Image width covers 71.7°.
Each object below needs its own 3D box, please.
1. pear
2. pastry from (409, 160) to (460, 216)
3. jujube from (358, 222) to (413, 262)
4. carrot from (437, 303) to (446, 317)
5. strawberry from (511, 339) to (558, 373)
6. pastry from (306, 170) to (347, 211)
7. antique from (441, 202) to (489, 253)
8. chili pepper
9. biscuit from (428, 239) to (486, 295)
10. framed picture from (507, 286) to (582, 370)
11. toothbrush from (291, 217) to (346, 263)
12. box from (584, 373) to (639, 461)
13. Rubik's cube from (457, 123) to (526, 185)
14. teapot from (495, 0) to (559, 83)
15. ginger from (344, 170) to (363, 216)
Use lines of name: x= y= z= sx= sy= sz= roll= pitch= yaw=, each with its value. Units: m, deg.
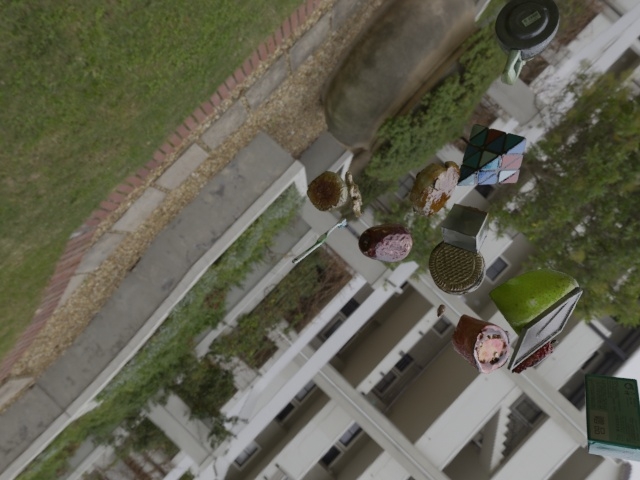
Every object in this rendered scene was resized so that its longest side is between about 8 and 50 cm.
pear: x=0.899 y=0.259 z=1.801 sx=0.318 sy=0.238 sz=0.342 roll=-40 pitch=137 yaw=14
pastry: x=0.407 y=-0.185 z=1.587 sx=0.219 sy=0.100 sz=0.228 roll=-18 pitch=134 yaw=-46
jujube: x=0.350 y=0.014 z=2.374 sx=0.318 sy=0.223 sz=0.223 roll=0 pitch=144 yaw=-41
carrot: x=0.569 y=0.334 z=2.098 sx=0.035 sy=0.035 sz=0.165 roll=-47 pitch=168 yaw=21
strawberry: x=0.785 y=0.413 z=1.656 sx=0.192 sy=0.085 sz=0.140 roll=-41 pitch=168 yaw=26
pastry: x=0.037 y=-0.231 z=2.113 sx=0.193 sy=0.182 sz=0.093 roll=-33 pitch=174 yaw=28
antique: x=0.583 y=-0.052 z=1.765 sx=0.147 sy=0.147 sz=0.152 roll=-60 pitch=149 yaw=-16
chili pepper: x=0.817 y=0.531 z=2.341 sx=0.229 sy=0.251 sz=0.305 roll=-19 pitch=-166 yaw=-16
biscuit: x=0.604 y=0.115 z=1.969 sx=0.259 sy=0.259 sz=0.079 roll=-47 pitch=148 yaw=14
framed picture: x=0.643 y=0.255 z=1.267 sx=0.260 sy=0.023 sz=0.188 roll=-25 pitch=134 yaw=-26
toothbrush: x=-0.001 y=-0.002 z=1.635 sx=0.304 sy=0.030 sz=0.030 roll=-38 pitch=174 yaw=-35
box: x=0.946 y=0.567 z=1.432 sx=0.153 sy=0.092 sz=0.244 roll=-2 pitch=-139 yaw=31
Rubik's cube: x=0.700 y=-0.291 z=1.650 sx=0.250 sy=0.234 sz=0.284 roll=-12 pitch=-129 yaw=52
teapot: x=0.877 y=-0.834 z=1.875 sx=0.240 sy=0.321 sz=0.239 roll=-7 pitch=170 yaw=23
ginger: x=0.173 y=-0.249 z=2.300 sx=0.065 sy=0.258 sz=0.149 roll=-14 pitch=174 yaw=10
